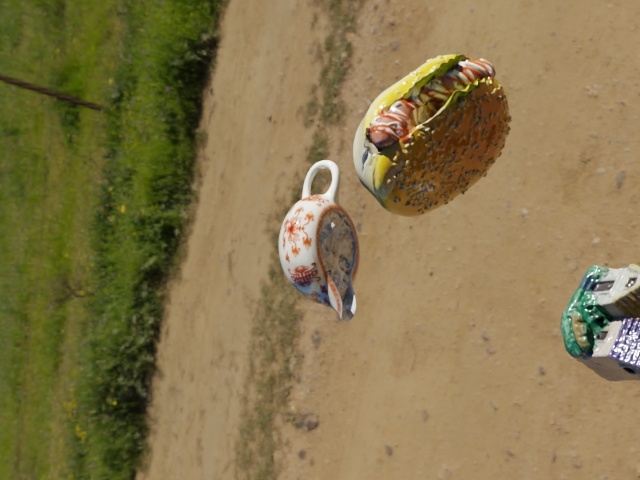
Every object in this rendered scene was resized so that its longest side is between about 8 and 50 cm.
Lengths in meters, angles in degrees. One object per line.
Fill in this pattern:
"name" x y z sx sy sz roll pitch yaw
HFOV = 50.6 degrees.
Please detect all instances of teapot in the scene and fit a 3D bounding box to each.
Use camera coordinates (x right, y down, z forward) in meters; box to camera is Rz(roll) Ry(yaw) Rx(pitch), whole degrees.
"teapot" 0.000 0.000 1.020 0.116 0.159 0.246 -7 84 45

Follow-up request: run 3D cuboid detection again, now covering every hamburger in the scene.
"hamburger" 0.137 -0.125 0.821 0.116 0.210 0.173 25 144 53

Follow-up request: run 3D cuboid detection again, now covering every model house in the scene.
"model house" 0.308 0.081 0.666 0.101 0.087 0.100 -56 12 -17
